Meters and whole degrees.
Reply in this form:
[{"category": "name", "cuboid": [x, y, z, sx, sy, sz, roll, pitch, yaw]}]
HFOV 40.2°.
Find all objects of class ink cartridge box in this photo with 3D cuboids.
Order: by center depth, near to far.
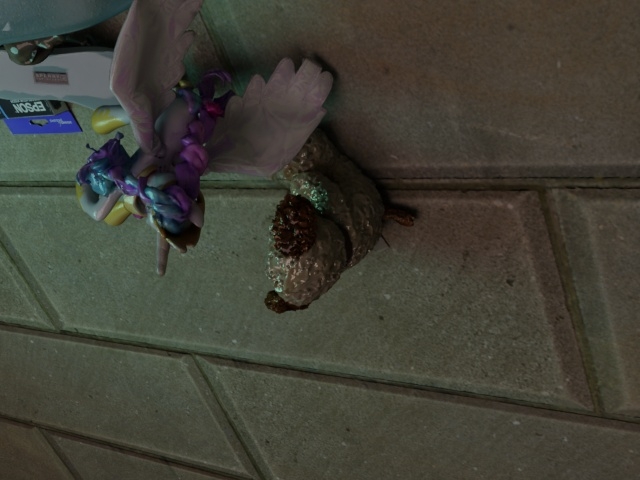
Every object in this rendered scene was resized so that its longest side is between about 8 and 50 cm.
[{"category": "ink cartridge box", "cuboid": [-0.554, -0.269, 1.570, 0.206, 0.045, 0.208, 2, 130, 35]}]

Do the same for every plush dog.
[{"category": "plush dog", "cuboid": [0.000, 0.000, 1.266, 0.211, 0.225, 0.262, 22, 138, 19]}]

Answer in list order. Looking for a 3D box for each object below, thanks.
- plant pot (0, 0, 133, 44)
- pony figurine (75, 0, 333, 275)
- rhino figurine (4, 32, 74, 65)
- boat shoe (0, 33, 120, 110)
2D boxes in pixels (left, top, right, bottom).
[{"category": "plant pot", "cuboid": [-0.310, -0.413, 1.102, 0.253, 0.247, 0.247, 1, 131, 14]}, {"category": "pony figurine", "cuboid": [-0.195, -0.144, 1.181, 0.303, 0.350, 0.363, 26, 177, -32]}, {"category": "rhino figurine", "cuboid": [-0.450, -0.368, 1.309, 0.106, 0.073, 0.243, -29, 72, 16]}, {"category": "boat shoe", "cuboid": [-0.380, -0.266, 1.391, 0.307, 0.105, 0.113, 2, 121, 5]}]
